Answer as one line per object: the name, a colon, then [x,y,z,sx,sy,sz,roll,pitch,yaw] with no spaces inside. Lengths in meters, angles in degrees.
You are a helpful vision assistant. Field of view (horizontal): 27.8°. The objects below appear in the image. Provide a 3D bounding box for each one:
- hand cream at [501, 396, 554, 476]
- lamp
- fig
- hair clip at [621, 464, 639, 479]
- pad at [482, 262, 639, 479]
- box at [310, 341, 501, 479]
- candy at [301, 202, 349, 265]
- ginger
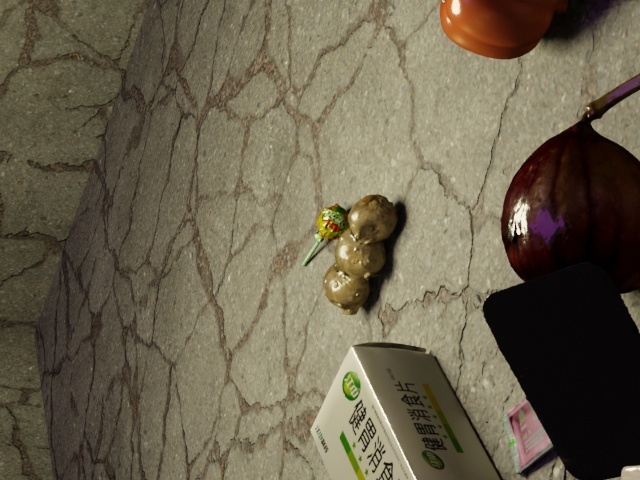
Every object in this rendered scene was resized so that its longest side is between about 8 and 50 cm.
hand cream: [0.296,0.198,1.578,0.275,0.050,0.079,-57,10,51]
lamp: [0.245,-0.329,1.692,0.187,0.164,0.187,-164,90,-88]
fig: [0.293,-0.059,1.470,0.204,0.186,0.249,154,110,-80]
hair clip: [0.412,0.258,1.260,0.331,0.085,0.101,158,118,-63]
pad: [0.249,0.163,1.488,0.323,0.055,0.250,-17,103,56]
box: [0.118,0.308,1.793,0.173,0.145,0.333,-65,30,28]
candy: [0.000,0.000,2.246,0.201,0.060,0.060,126,143,-58]
ginger: [0.061,0.018,2.063,0.104,0.080,0.204,-107,32,-51]
